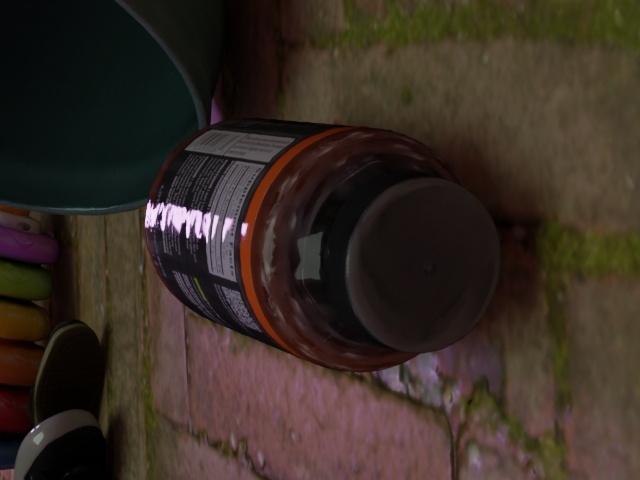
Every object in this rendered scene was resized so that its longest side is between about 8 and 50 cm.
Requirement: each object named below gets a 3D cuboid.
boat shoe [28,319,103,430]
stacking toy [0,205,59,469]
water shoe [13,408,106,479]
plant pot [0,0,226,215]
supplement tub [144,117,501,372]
[{"bbox_3d":[-0.203,0.121,1.167,0.049,0.056,0.152,49,135,46],"label":"boat shoe"},{"bbox_3d":[-0.277,0.029,1.232,0.166,0.175,0.302,16,-91,-74],"label":"stacking toy"},{"bbox_3d":[-0.184,0.213,1.139,0.080,0.073,0.203,43,139,33],"label":"water shoe"},{"bbox_3d":[-0.181,-0.176,0.883,0.293,0.293,0.196,-43,27,58],"label":"plant pot"},{"bbox_3d":[0.000,0.000,0.670,0.198,0.106,0.106,14,105,63],"label":"supplement tub"}]
